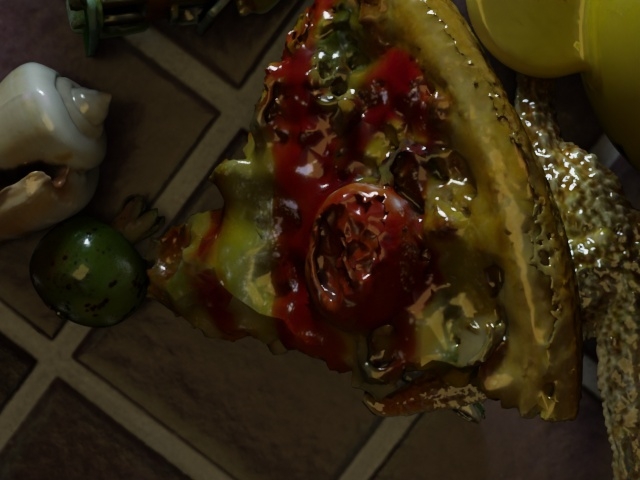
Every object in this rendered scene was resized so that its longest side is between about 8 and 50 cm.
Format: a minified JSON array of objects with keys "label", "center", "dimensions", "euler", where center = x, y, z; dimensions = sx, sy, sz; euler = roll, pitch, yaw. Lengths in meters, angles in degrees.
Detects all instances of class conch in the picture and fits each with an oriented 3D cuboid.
[{"label":"conch","center":[-0.287,-0.066,1.278],"dimensions":[0.255,0.127,0.158],"euler":[-31,65,31]}]

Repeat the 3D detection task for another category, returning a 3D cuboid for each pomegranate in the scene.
[{"label":"pomegranate","center":[-0.209,0.016,1.277],"dimensions":[0.114,0.114,0.142],"euler":[37,70,1]}]

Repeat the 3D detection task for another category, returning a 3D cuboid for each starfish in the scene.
[{"label":"starfish","center":[0.251,0.066,1.210],"dimensions":[0.398,0.132,0.384],"euler":[36,79,-4]}]

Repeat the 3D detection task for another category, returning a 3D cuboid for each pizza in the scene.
[{"label":"pizza","center":[0.000,0.000,1.146],"dimensions":[0.406,0.130,0.440],"euler":[-27,78,26]}]

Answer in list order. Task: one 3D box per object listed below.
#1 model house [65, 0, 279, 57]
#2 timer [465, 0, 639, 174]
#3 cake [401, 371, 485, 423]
[{"label":"model house","center":[-0.104,-0.371,1.221],"dimensions":[0.313,0.242,0.357],"euler":[-11,91,-12]},{"label":"timer","center":[0.351,-0.211,1.097],"dimensions":[0.387,0.376,0.376],"euler":[42,95,-10]},{"label":"cake","center":[0.054,0.096,1.270],"dimensions":[0.117,0.086,0.220],"euler":[-29,93,9]}]
